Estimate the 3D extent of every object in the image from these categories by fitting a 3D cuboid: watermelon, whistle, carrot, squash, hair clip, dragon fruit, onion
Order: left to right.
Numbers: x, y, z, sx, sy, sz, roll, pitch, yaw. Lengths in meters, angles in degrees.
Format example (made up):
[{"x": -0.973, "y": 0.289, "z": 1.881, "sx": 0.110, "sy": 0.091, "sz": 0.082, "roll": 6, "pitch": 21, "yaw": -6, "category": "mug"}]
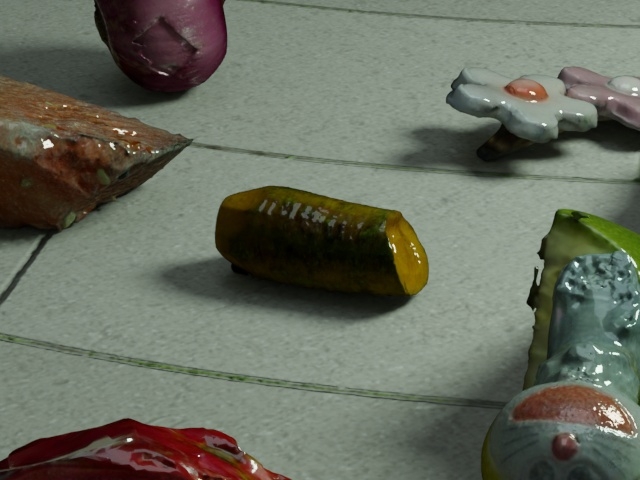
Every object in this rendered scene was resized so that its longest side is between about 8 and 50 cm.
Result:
[{"x": -0.246, "y": -0.075, "z": 1.763, "sx": 0.256, "sy": 0.140, "sz": 0.193, "roll": 8, "pitch": 22, "yaw": 1, "category": "watermelon"}, {"x": -0.112, "y": 0.172, "z": 1.166, "sx": 0.261, "sy": 0.189, "sz": 0.163, "roll": -10, "pitch": 46, "yaw": 11, "category": "dragon fruit"}, {"x": -0.157, "y": -0.236, "z": 2.002, "sx": 0.153, "sy": 0.177, "sz": 0.177, "roll": -17, "pitch": 29, "yaw": -33, "category": "onion"}, {"x": 0.000, "y": 0.000, "z": 1.611, "sx": 0.173, "sy": 0.082, "sz": 0.082, "roll": 5, "pitch": 27, "yaw": 23, "category": "carrot"}, {"x": 0.232, "y": -0.122, "z": 1.858, "sx": 0.257, "sy": 0.075, "sz": 0.146, "roll": -10, "pitch": 22, "yaw": -24, "category": "hair clip"}, {"x": 0.167, "y": 0.104, "z": 1.272, "sx": 0.123, "sy": 0.123, "sz": 0.223, "roll": 5, "pitch": 65, "yaw": 15, "category": "whistle"}, {"x": 0.236, "y": 0.089, "z": 1.462, "sx": 0.111, "sy": 0.203, "sz": 0.288, "roll": 8, "pitch": -7, "yaw": 22, "category": "squash"}]
